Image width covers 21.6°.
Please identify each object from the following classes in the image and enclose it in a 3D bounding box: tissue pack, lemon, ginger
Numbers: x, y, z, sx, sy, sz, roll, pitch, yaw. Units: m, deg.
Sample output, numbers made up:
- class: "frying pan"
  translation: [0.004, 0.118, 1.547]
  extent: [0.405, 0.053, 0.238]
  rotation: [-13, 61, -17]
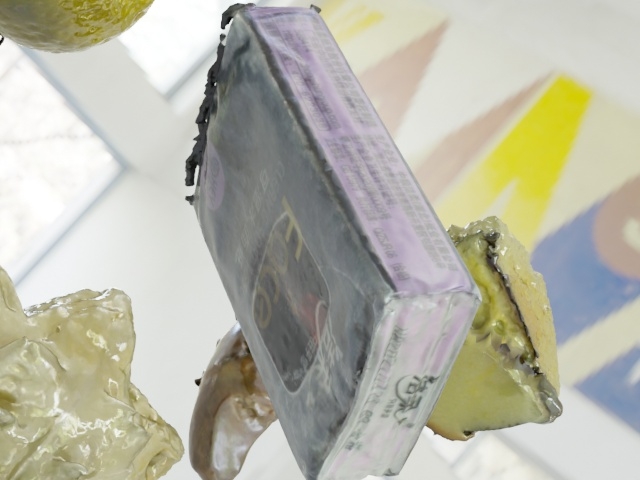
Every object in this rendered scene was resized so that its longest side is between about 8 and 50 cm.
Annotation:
- class: "tissue pack"
  translation: [0.000, 0.000, 1.458]
  extent: [0.259, 0.122, 0.361]
  rotation: [108, -33, -45]
- class: "lemon"
  translation: [-0.271, -0.319, 1.675]
  extent: [0.267, 0.267, 0.267]
  rotation: [40, -10, 9]
- class: "ginger"
  translation: [-0.064, 0.120, 1.768]
  extent: [0.107, 0.133, 0.309]
  rotation: [55, 25, -20]

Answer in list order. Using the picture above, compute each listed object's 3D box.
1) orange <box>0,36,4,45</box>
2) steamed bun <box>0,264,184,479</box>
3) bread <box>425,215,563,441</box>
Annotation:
- class: "orange"
  translation: [-0.417, -0.241, 1.777]
  extent: [0.160, 0.170, 0.112]
  rotation: [47, -38, 14]
- class: "steamed bun"
  translation: [-0.227, 0.147, 1.087]
  extent: [0.295, 0.292, 0.137]
  rotation: [6, 17, -16]
- class: "bread"
  translation: [0.174, 0.104, 2.035]
  extent: [0.162, 0.204, 0.262]
  rotation: [-35, 110, -69]
